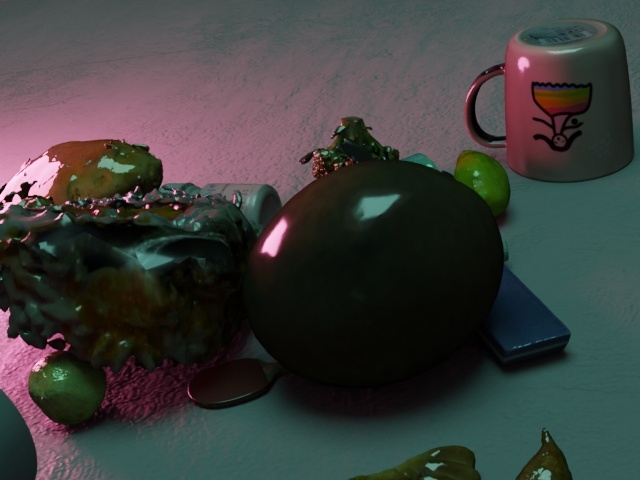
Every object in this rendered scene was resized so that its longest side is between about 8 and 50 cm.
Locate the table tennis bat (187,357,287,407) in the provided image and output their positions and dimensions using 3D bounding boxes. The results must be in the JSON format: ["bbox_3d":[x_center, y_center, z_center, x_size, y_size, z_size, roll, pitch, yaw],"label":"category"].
[{"bbox_3d":[-0.078,0.158,1.311,0.156,0.013,0.087,-17,25,-11],"label":"table tennis bat"}]

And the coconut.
[{"bbox_3d":[-0.285,0.169,1.284,0.087,0.096,0.088,-25,49,32],"label":"coconut"}]

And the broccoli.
[{"bbox_3d":[0.049,-0.127,1.713,0.130,0.120,0.131,-11,21,-33],"label":"broccoli"}]

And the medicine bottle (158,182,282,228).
[{"bbox_3d":[-0.146,-0.031,1.608,0.168,0.105,0.105,2,29,22],"label":"medicine bottle"}]

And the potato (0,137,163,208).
[{"bbox_3d":[-0.360,-0.074,1.673,0.296,0.141,0.192,-14,24,28],"label":"potato"}]

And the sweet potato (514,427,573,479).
[{"bbox_3d":[0.176,0.267,0.960,0.068,0.068,0.226,6,48,29],"label":"sweet potato"}]

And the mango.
[{"bbox_3d":[0.229,-0.087,1.609,0.074,0.091,0.165,-18,26,8],"label":"mango"}]

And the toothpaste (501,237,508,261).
[{"bbox_3d":[0.096,0.041,1.430,0.296,0.075,0.048,-12,7,-10],"label":"toothpaste"}]

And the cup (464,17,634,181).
[{"bbox_3d":[0.342,-0.218,1.707,0.252,0.200,0.191,0,28,20],"label":"cup"}]

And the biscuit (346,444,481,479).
[{"bbox_3d":[0.073,0.240,1.040,0.183,0.061,0.118,-17,29,-15],"label":"biscuit"}]

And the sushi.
[{"bbox_3d":[-0.262,0.027,1.392,0.417,0.176,0.417,5,12,-1],"label":"sushi"}]

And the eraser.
[{"bbox_3d":[0.213,0.082,1.334,0.082,0.036,0.225,-14,26,-11],"label":"eraser"}]

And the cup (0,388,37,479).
[{"bbox_3d":[-0.424,0.259,1.007,0.205,0.206,0.312,2,29,22],"label":"cup"}]

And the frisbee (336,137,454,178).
[{"bbox_3d":[0.099,-0.086,1.629,0.187,0.012,0.211,45,47,13],"label":"frisbee"}]

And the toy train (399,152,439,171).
[{"bbox_3d":[0.075,-0.038,1.516,0.248,0.101,0.159,-23,50,-22],"label":"toy train"}]

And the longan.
[{"bbox_3d":[0.059,0.042,1.252,0.300,0.300,0.243,-7,69,4],"label":"longan"}]
